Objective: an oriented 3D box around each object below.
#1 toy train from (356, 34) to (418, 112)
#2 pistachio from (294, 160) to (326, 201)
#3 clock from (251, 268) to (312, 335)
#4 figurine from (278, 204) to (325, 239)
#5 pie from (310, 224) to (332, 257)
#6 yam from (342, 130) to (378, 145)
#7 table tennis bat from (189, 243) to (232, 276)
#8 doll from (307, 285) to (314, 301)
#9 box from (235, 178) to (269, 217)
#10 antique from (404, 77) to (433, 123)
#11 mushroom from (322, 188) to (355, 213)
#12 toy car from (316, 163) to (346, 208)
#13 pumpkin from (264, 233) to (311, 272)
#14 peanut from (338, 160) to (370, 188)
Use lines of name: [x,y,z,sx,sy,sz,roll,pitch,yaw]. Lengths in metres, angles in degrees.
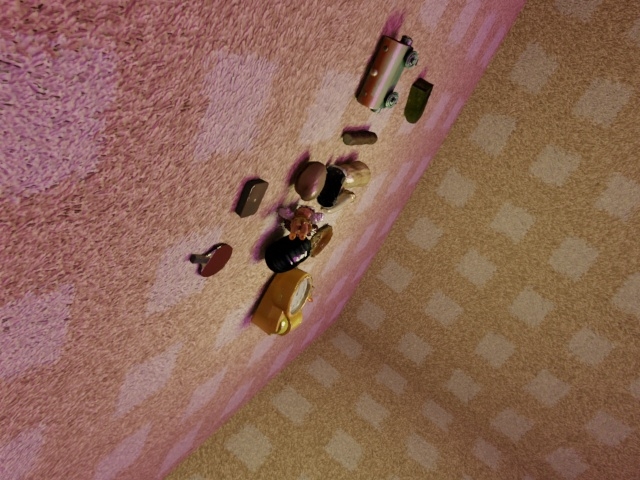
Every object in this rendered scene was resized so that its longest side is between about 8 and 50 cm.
toy train: [0.234,-0.597,1.577,0.177,0.116,0.285,-14,139,-48]
pistachio: [-0.035,-0.214,1.566,0.149,0.113,0.113,-55,164,6]
clock: [-0.163,0.273,2.070,0.244,0.200,0.316,-27,140,-65]
figurine: [-0.072,-0.065,1.650,0.240,0.175,0.115,-74,170,-78]
pie: [0.000,0.000,2.219,0.195,0.046,0.195,-48,162,-22]
yam: [0.163,-0.420,1.806,0.274,0.061,0.061,-26,147,-58]
table tennis bat: [-0.349,0.063,1.394,0.130,0.019,0.220,-56,166,5]
doll: [-0.097,0.264,2.354,0.135,0.142,0.221,-29,163,14]
box: [-0.214,-0.132,1.359,0.091,0.031,0.126,-28,150,-58]
antique: [0.470,-0.673,2.138,0.081,0.080,0.221,-45,163,-27]
mushroom: [0.084,-0.174,2.056,0.209,0.084,0.071,-37,136,-39]
toy car: [0.042,-0.221,1.807,0.056,0.095,0.204,-65,177,-47]
pumpkin: [-0.127,0.053,1.740,0.202,0.140,0.202,-31,-178,1]
peanut: [0.141,-0.290,1.914,0.257,0.124,0.123,-14,137,-61]
